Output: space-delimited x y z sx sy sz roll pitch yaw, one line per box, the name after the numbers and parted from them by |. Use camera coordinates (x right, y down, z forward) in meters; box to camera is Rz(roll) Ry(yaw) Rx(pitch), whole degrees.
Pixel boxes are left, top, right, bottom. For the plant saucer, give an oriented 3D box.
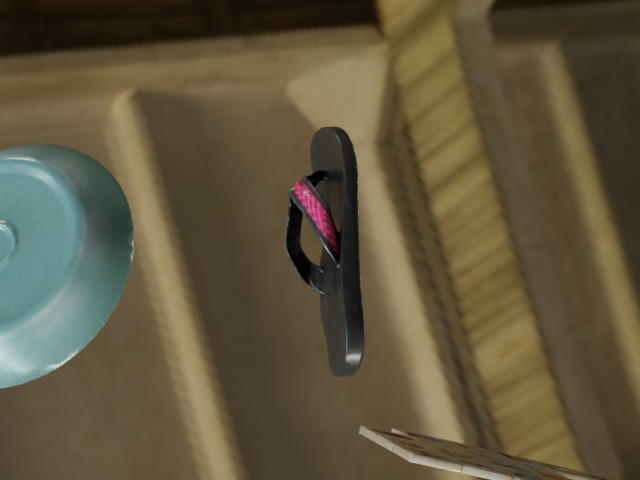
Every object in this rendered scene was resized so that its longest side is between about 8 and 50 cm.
-0.141 0.006 0.822 0.021 0.119 0.119 51 -152 -59 | plant saucer

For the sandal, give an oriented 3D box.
0.000 0.000 1.126 0.040 0.067 0.179 3 -127 -9 | sandal

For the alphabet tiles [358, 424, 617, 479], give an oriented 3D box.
0.154 0.173 1.358 0.237 0.198 0.009 14 -90 -17 | alphabet tiles
